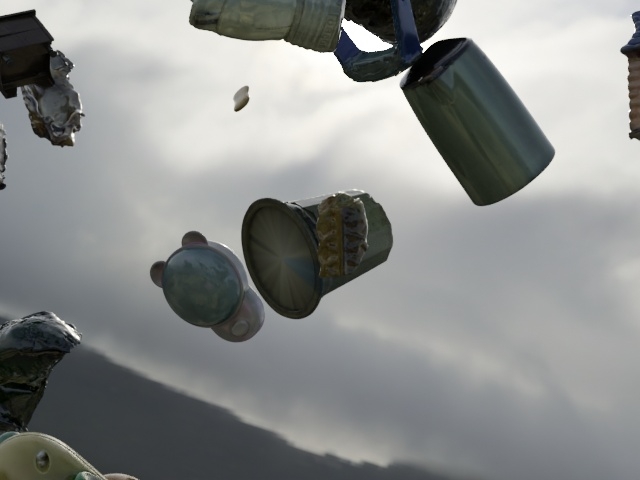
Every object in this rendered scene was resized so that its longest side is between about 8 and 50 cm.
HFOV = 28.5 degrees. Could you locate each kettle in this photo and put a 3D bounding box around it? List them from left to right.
[{"bbox_3d":[0.253,-0.213,2.107,0.255,0.165,0.240,51,22,-14],"label":"kettle"}]

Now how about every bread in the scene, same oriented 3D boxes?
[{"bbox_3d":[0.028,-0.008,1.622,0.066,0.110,0.060,-1,3,7],"label":"bread"}]

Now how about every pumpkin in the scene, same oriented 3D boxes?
[{"bbox_3d":[0.097,-0.482,2.309,0.320,0.192,0.320,30,5,-3],"label":"pumpkin"}]

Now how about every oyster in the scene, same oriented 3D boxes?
[{"bbox_3d":[-0.448,-0.234,2.026,0.129,0.078,0.345,24,23,-35],"label":"oyster"}]

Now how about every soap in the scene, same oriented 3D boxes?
[{"bbox_3d":[-0.125,-0.225,1.999,0.012,0.034,0.089,46,14,-21],"label":"soap"}]

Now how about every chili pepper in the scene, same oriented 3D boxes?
[{"bbox_3d":[-0.440,0.178,1.830,0.148,0.116,0.264,18,-40,-27],"label":"chili pepper"}]

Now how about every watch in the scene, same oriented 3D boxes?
[{"bbox_3d":[0.080,-0.392,1.993,0.276,0.068,0.274,-14,-69,53],"label":"watch"}]

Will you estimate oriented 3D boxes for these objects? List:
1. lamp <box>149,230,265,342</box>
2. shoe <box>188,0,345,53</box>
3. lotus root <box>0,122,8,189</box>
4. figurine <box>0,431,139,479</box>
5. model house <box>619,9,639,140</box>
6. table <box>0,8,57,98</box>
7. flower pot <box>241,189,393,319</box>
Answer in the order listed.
[{"bbox_3d":[-0.219,0.107,2.524,0.246,0.108,0.179,46,-60,-6],"label":"lamp"},{"bbox_3d":[-0.107,-0.366,1.536,0.211,0.342,0.132,-2,-39,-22],"label":"shoe"},{"bbox_3d":[-0.628,-0.122,2.238,0.074,0.170,0.260,41,7,-28],"label":"lotus root"},{"bbox_3d":[-0.241,0.334,1.433,0.324,0.124,0.222,38,-1,-17],"label":"figurine"},{"bbox_3d":[0.447,-0.199,1.446,0.166,0.172,0.183,-12,-14,32],"label":"model house"},{"bbox_3d":[-0.389,-0.239,1.624,0.082,0.083,0.070,49,-38,31],"label":"table"},{"bbox_3d":[0.000,0.000,2.149,0.203,0.212,0.212,-25,18,-37],"label":"flower pot"}]
